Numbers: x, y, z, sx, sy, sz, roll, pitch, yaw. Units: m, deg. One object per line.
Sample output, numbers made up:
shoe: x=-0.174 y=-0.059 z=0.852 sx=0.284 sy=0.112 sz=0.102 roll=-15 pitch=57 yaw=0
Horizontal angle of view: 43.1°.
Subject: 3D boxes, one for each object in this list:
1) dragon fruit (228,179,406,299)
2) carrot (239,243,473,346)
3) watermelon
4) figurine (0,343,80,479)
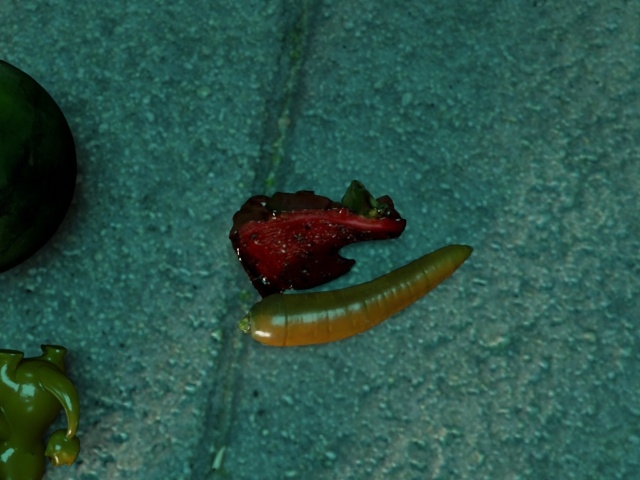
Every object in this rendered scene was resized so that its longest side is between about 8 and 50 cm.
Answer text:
dragon fruit: x=-0.001 y=-0.006 z=0.881 sx=0.192 sy=0.092 sz=0.123 roll=-6 pitch=79 yaw=1
carrot: x=0.045 y=0.067 z=0.886 sx=0.271 sy=0.062 sz=0.066 roll=-13 pitch=41 yaw=-5
watermelon: x=-0.379 y=-0.077 z=0.841 sx=0.242 sy=0.242 sz=0.243 roll=0 pitch=79 yaw=2
figurine: x=-0.299 y=0.203 z=0.846 sx=0.122 sy=0.121 sz=0.176 roll=25 pitch=105 yaw=30
